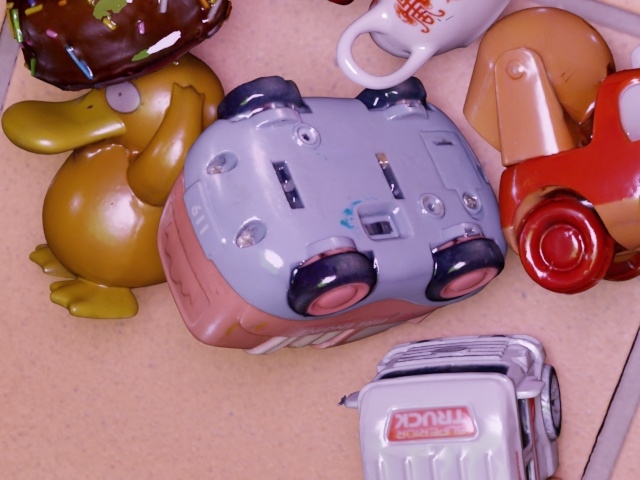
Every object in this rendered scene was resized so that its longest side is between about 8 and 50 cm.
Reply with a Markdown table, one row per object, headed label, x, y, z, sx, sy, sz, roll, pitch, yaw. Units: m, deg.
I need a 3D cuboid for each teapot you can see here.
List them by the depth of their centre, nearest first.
| label | x | y | z | sx | sy | sz | roll | pitch | yaw |
| --- | --- | --- | --- | --- | --- | --- | --- | --- | --- |
| teapot | 0.098 | -0.212 | 1.278 | 0.116 | 0.245 | 0.159 | 49 | 146 | -16 |

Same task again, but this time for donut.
| label | x | y | z | sx | sy | sz | roll | pitch | yaw |
| --- | --- | --- | --- | --- | --- | --- | --- | --- | --- |
| donut | -0.182 | -0.236 | 1.343 | 0.216 | 0.230 | 0.096 | -12 | 137 | 20 |

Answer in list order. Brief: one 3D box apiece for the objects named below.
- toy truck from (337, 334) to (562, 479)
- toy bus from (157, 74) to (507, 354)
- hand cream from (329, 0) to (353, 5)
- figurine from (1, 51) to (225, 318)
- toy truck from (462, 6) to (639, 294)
| label | x | y | z | sx | sy | sz | roll | pitch | yaw |
| --- | --- | --- | --- | --- | --- | --- | --- | --- | --- |
| toy truck | 0.127 | 0.284 | 1.312 | 0.173 | 0.207 | 0.387 | -6 | 94 | 17 |
| toy bus | 0.000 | 0.000 | 1.291 | 0.232 | 0.288 | 0.194 | -49 | 57 | 43 |
| hand cream | -0.015 | -0.299 | 1.296 | 0.193 | 0.193 | 0.125 | 38 | 105 | 10 |
| figurine | -0.177 | -0.059 | 1.393 | 0.215 | 0.215 | 0.228 | 2 | 117 | 17 |
| toy truck | 0.248 | -0.087 | 1.242 | 0.265 | 0.189 | 0.239 | -12 | 88 | 28 |
